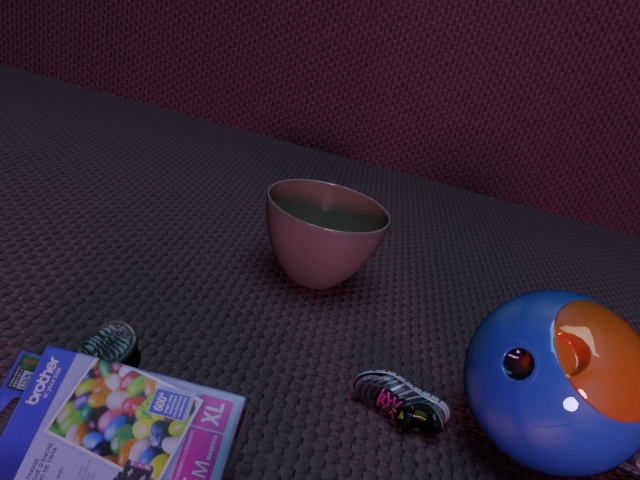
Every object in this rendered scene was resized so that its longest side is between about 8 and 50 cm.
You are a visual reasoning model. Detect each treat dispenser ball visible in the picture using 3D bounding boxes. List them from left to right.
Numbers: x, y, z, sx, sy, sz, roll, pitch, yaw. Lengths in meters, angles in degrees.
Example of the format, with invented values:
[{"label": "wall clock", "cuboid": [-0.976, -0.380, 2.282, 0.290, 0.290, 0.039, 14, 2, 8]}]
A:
[{"label": "treat dispenser ball", "cuboid": [0.378, 0.225, 0.852, 0.287, 0.289, 0.288, 12, 25, -6]}]

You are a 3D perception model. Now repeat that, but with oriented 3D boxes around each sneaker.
[{"label": "sneaker", "cuboid": [-0.345, 0.216, 0.743, 0.222, 0.118, 0.083, -37, 71, -25]}, {"label": "sneaker", "cuboid": [0.132, 0.273, 0.877, 0.170, 0.063, 0.075, 24, 20, 8]}]

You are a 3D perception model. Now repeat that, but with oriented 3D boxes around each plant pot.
[{"label": "plant pot", "cuboid": [0.000, 0.000, 1.223, 0.283, 0.191, 0.284, 12, 24, -5]}]

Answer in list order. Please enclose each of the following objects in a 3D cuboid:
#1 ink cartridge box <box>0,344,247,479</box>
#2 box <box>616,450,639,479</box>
[{"label": "ink cartridge box", "cuboid": [-0.264, 0.243, 0.634, 0.310, 0.065, 0.186, 14, 58, 2]}, {"label": "box", "cuboid": [0.586, 0.340, 0.896, 0.180, 0.078, 0.147, 26, 41, 2]}]
